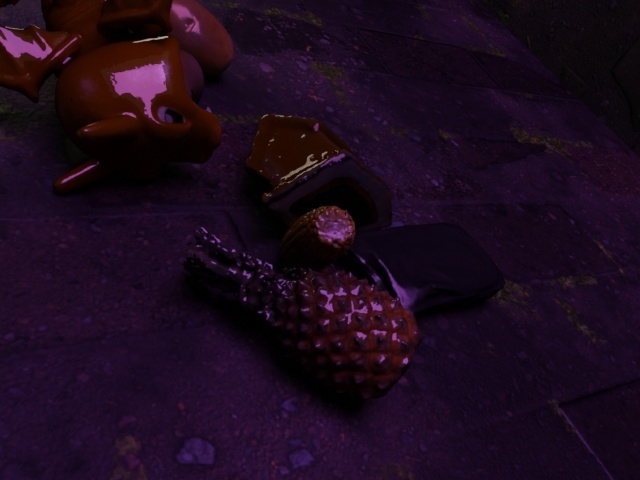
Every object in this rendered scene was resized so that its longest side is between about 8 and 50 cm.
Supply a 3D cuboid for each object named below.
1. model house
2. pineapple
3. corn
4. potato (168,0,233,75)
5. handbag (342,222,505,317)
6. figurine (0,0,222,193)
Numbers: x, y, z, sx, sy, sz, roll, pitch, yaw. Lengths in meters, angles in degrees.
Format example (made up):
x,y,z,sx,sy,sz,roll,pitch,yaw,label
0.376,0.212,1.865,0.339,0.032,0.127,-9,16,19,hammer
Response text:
x,y,z,sx,sy,sz,roll,pitch,yaw,label
-0.015,-0.120,1.270,0.268,0.173,0.239,39,9,-47,model house
-0.035,0.089,0.984,0.361,0.175,0.175,32,37,-2,pineapple
-0.005,0.000,1.062,0.091,0.260,0.091,-5,82,-14,corn
-0.289,-0.441,1.440,0.234,0.146,0.150,30,66,-7,potato
0.192,0.049,1.264,0.332,0.075,0.191,-9,53,-39,handbag
-0.370,-0.283,1.117,0.401,0.268,0.387,-23,76,-10,figurine
